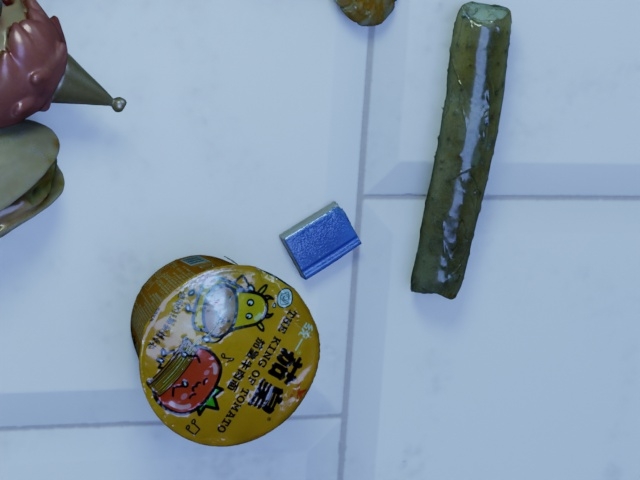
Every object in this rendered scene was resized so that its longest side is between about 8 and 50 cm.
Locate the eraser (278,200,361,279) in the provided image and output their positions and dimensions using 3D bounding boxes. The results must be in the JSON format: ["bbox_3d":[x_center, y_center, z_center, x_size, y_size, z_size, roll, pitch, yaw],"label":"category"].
[{"bbox_3d":[0.000,0.000,2.119,0.085,0.027,0.063,-32,109,-9],"label":"eraser"}]

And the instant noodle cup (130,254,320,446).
[{"bbox_3d":[-0.127,0.115,2.024,0.216,0.172,0.215,-4,104,-18],"label":"instant noodle cup"}]

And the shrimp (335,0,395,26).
[{"bbox_3d":[0.039,-0.347,2.049,0.101,0.042,0.190,-32,111,-31],"label":"shrimp"}]

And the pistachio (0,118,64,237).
[{"bbox_3d":[-0.393,-0.062,1.920,0.215,0.144,0.144,-24,109,-21],"label":"pistachio"}]

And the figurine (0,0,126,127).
[{"bbox_3d":[-0.381,-0.226,1.860,0.387,0.166,0.207,33,52,-19],"label":"figurine"}]

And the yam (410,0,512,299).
[{"bbox_3d":[0.177,-0.109,2.130,0.083,0.083,0.371,4,102,-19],"label":"yam"}]
